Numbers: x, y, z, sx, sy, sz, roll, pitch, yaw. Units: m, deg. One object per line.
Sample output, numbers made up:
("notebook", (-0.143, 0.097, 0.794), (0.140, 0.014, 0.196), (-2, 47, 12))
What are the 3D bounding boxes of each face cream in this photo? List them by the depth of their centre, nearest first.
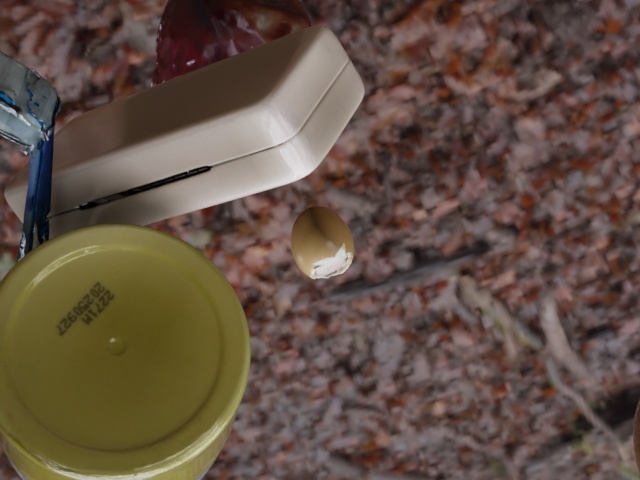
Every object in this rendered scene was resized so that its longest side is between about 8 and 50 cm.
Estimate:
("face cream", (-0.175, 0.116, 1.012), (0.218, 0.218, 0.179), (-9, 160, -13))

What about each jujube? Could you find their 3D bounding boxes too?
("jujube", (-0.149, -0.262, 1.910), (0.258, 0.258, 0.376), (-4, 127, -20))

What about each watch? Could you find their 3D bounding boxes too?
("watch", (-0.304, -0.036, 1.014), (0.276, 0.068, 0.274), (32, 124, -25))

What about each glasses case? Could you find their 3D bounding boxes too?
("glasses case", (-0.128, -0.086, 1.055), (0.336, 0.144, 0.076), (-13, 120, 37))

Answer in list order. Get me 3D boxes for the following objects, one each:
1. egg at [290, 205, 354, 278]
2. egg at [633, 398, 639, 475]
("egg", (0.000, 0.000, 1.503), (0.080, 0.096, 0.080), (-19, 158, -8))
("egg", (0.565, 0.290, 1.516), (0.282, 0.351, 0.282), (-29, 144, -24))
